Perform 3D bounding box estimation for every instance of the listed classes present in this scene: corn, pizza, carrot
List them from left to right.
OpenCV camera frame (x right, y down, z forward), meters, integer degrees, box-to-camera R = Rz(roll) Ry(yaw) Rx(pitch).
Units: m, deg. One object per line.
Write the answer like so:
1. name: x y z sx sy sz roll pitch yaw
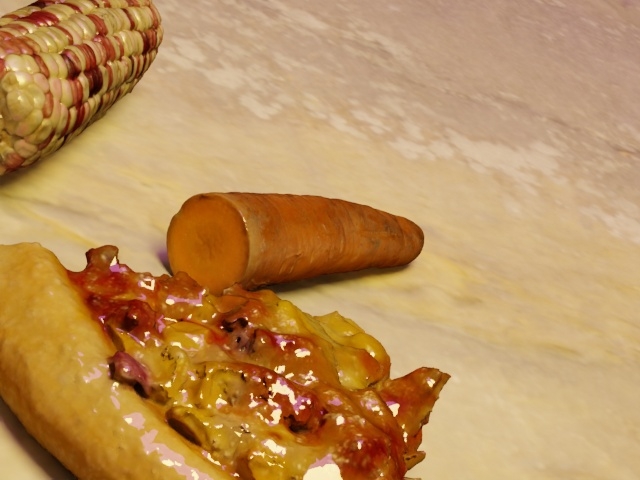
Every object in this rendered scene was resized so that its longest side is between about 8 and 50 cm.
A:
1. corn: -0.156 -0.106 1.201 0.086 0.086 0.253 30 23 5
2. pizza: -0.029 0.078 0.995 0.289 0.081 0.228 36 27 20
3. carrot: 0.000 0.000 1.199 0.061 0.061 0.209 43 26 29
